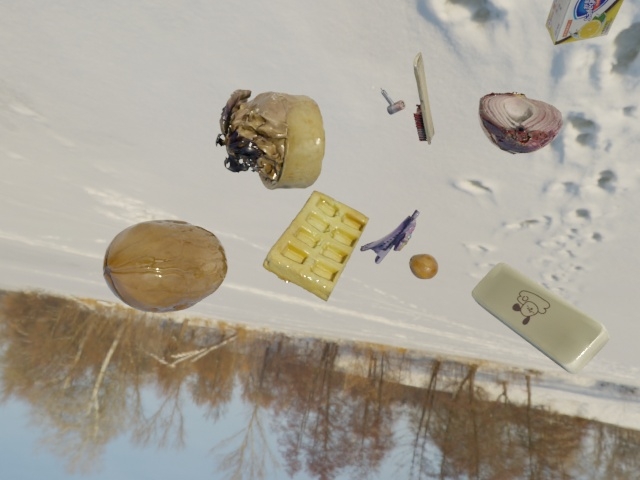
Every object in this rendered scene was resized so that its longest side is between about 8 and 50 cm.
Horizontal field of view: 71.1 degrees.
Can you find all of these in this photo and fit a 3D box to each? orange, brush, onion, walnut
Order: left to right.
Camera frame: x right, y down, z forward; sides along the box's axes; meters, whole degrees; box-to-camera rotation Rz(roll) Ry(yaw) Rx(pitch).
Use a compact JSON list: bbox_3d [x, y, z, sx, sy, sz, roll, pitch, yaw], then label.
[{"bbox_3d":[-0.261,0.043,0.770,0.168,0.167,0.207,-2,179,41],"label":"walnut"},{"bbox_3d":[0.299,-0.413,1.337,0.050,0.060,0.321,13,156,26],"label":"brush"},{"bbox_3d":[0.289,0.072,1.259,0.085,0.084,0.085,9,167,2],"label":"orange"},{"bbox_3d":[0.536,-0.305,1.234,0.227,0.283,0.120,17,131,15],"label":"onion"}]

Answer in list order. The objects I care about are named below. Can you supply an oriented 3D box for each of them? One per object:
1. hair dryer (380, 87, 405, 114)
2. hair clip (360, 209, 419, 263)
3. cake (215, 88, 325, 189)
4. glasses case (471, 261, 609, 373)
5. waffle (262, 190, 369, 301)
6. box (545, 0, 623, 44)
[{"bbox_3d":[0.258,-0.521,1.651,0.063,0.037,0.114,-14,129,47],"label":"hair dryer"},{"bbox_3d":[0.263,-0.008,1.589,0.090,0.137,0.278,46,135,-8],"label":"hair clip"},{"bbox_3d":[-0.183,-0.319,1.442,0.322,0.331,0.332,-3,173,-26],"label":"cake"},{"bbox_3d":[0.531,0.181,1.112,0.070,0.131,0.313,41,-177,-39],"label":"glasses case"},{"bbox_3d":[0.000,0.000,1.054,0.168,0.274,0.057,31,142,2],"label":"waffle"},{"bbox_3d":[0.770,-0.709,1.274,0.169,0.097,0.265,-9,151,3],"label":"box"}]
